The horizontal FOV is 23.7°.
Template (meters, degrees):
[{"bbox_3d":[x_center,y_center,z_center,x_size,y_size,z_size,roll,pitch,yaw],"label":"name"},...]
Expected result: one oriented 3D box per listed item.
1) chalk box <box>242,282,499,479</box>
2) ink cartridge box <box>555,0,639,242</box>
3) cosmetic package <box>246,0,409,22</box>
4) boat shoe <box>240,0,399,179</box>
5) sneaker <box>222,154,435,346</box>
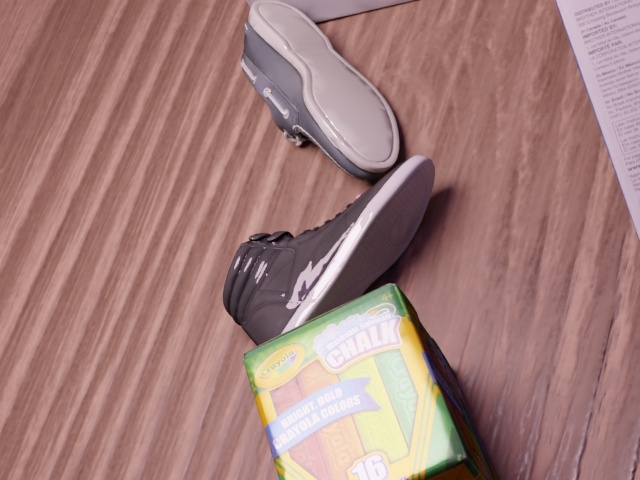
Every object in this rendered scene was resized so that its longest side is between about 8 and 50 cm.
[{"bbox_3d":[0.049,0.177,1.529,0.180,0.179,0.289,-28,49,6],"label":"chalk box"},{"bbox_3d":[0.396,-0.177,1.492,0.270,0.151,0.396,-19,89,13],"label":"ink cartridge box"},{"bbox_3d":[0.080,-0.427,1.963,0.384,0.156,0.217,-10,53,23],"label":"cosmetic package"},{"bbox_3d":[-0.008,-0.170,1.883,0.319,0.116,0.099,55,134,35],"label":"boat shoe"},{"bbox_3d":[0.000,0.000,1.728,0.147,0.104,0.296,32,79,34],"label":"sneaker"}]
